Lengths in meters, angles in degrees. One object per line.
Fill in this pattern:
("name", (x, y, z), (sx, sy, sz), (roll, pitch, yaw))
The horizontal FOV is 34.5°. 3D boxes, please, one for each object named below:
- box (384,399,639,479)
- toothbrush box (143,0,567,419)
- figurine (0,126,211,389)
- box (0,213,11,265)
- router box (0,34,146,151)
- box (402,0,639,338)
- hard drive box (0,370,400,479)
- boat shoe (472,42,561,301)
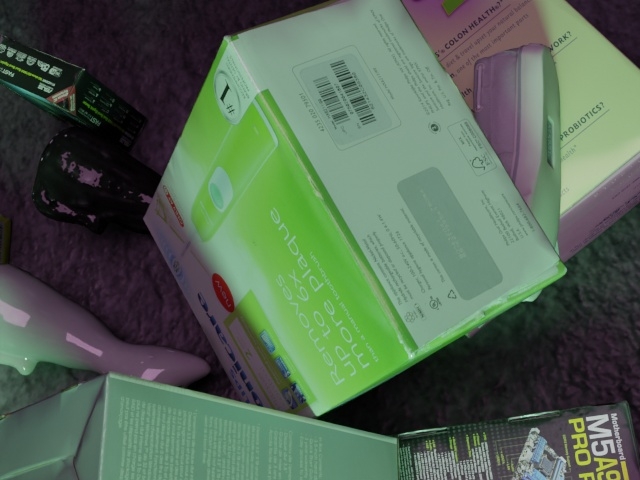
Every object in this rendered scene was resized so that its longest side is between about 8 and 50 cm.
("box", (0.132, 0.262, 0.716), (0.216, 0.060, 0.270), (-11, 70, 11))
("toothbrush box", (0.000, 0.000, 0.689), (0.122, 0.283, 0.206), (-25, 81, -25))
("figurine", (-0.163, 0.037, 0.861), (0.210, 0.092, 0.214), (22, 80, 17))
("box", (-0.406, 0.005, 0.935), (0.232, 0.087, 0.058), (-6, 73, 12))
("router box", (-0.223, -0.127, 0.907), (0.092, 0.122, 0.038), (25, 85, 21))
("box", (0.116, -0.089, 0.805), (0.213, 0.117, 0.243), (-39, 68, 0))
("hard drive box", (-0.090, 0.170, 0.679), (0.181, 0.232, 0.089), (-24, 55, 42))
("boat shoe", (0.123, -0.047, 0.694), (0.063, 0.066, 0.184), (-4, 73, 29))
